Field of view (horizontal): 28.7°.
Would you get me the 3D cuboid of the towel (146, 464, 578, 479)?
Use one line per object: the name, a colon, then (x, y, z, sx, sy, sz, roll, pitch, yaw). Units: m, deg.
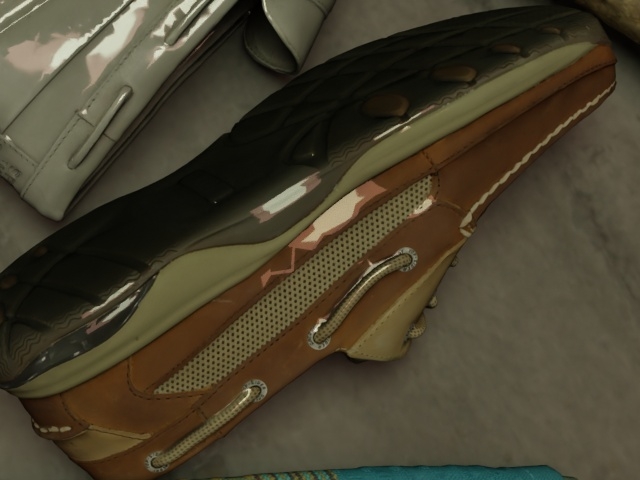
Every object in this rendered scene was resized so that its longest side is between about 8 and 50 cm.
towel: (-0.023, 0.221, 0.499, 0.370, 0.040, 0.272, 1, 56, -21)

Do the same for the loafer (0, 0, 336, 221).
loafer: (-0.035, -0.133, 0.613, 0.319, 0.112, 0.111, -37, 92, -4)

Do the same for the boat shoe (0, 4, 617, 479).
boat shoe: (0.000, 0.000, 0.596, 0.324, 0.122, 0.120, -31, 116, -9)

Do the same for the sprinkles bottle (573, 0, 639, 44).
sprinkles bottle: (0.239, -0.120, 0.637, 0.355, 0.121, 0.121, 32, 77, -2)
